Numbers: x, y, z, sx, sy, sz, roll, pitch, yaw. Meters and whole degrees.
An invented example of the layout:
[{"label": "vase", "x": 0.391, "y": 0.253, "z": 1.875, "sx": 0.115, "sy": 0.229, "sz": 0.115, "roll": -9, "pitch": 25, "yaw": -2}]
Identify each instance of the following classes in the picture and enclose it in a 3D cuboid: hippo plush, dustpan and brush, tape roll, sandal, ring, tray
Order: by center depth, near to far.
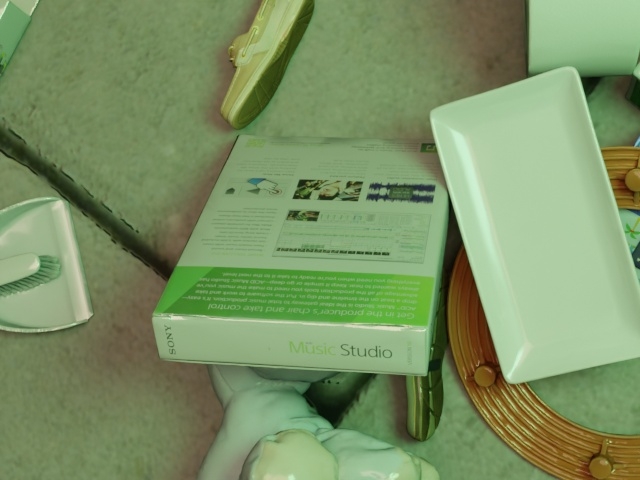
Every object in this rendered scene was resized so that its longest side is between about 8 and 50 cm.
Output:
[{"label": "tray", "x": 0.205, "y": -0.012, "z": 1.038, "sx": 0.145, "sy": 0.030, "sz": 0.270, "roll": -16, "pitch": 92, "yaw": 24}, {"label": "tape roll", "x": 0.237, "y": -0.293, "z": 1.045, "sx": 0.100, "sy": 0.286, "sz": 0.286, "roll": -2, "pitch": 81, "yaw": 10}, {"label": "ring", "x": 0.279, "y": 0.079, "z": 1.055, "sx": 0.337, "sy": 0.032, "sz": 0.336, "roll": 3, "pitch": 98, "yaw": 21}, {"label": "hippo plush", "x": -0.020, "y": 0.172, "z": 1.090, "sx": 0.294, "sy": 0.234, "sz": 0.236, "roll": -32, "pitch": 51, "yaw": 45}, {"label": "sandal", "x": 0.095, "y": 0.109, "z": 1.126, "sx": 0.049, "sy": 0.072, "sz": 0.180, "roll": 3, "pitch": 86, "yaw": 32}, {"label": "dustpan and brush", "x": -0.366, "y": 0.044, "z": 1.211, "sx": 0.211, "sy": 0.060, "sz": 0.147, "roll": -16, "pitch": 79, "yaw": 7}]

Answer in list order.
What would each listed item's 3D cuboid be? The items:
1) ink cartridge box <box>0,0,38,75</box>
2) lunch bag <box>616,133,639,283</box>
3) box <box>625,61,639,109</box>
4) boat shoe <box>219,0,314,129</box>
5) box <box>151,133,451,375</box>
[{"label": "ink cartridge box", "x": -0.400, "y": -0.232, "z": 1.257, "sx": 0.104, "sy": 0.061, "sz": 0.181, "roll": 26, "pitch": 86, "yaw": 12}, {"label": "lunch bag", "x": 0.335, "y": -0.020, "z": 1.088, "sx": 0.129, "sy": 0.096, "sz": 0.151, "roll": 31, "pitch": 101, "yaw": 14}, {"label": "box", "x": 0.364, "y": -0.161, "z": 1.095, "sx": 0.087, "sy": 0.101, "sz": 0.102, "roll": 41, "pitch": 92, "yaw": 12}, {"label": "boat shoe", "x": -0.067, "y": -0.198, "z": 1.199, "sx": 0.059, "sy": 0.063, "sz": 0.170, "roll": 25, "pitch": 77, "yaw": 15}, {"label": "box", "x": 0.000, "y": 0.000, "z": 1.048, "sx": 0.232, "sy": 0.322, "sz": 0.058, "roll": 2, "pitch": 122, "yaw": 11}]
